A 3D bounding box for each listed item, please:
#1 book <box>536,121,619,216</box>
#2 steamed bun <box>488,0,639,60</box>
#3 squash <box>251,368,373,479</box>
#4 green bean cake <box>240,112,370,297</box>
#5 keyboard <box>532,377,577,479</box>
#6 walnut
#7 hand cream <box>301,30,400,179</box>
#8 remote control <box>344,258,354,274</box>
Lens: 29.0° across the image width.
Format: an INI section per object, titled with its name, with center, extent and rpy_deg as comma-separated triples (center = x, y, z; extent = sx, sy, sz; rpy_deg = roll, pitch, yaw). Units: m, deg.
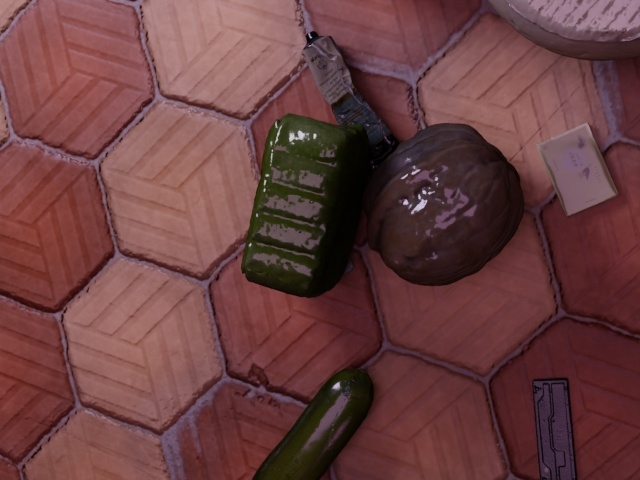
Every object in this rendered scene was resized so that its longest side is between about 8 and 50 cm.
[book]
center = 0.352, -0.096, 1.698
extent = 0.077, 0.014, 0.111
rpy_deg = -23, 87, 16
[steamed bun]
center = 0.367, -0.410, 1.557
extent = 0.375, 0.241, 0.374
rpy_deg = 1, 96, 12
[squash]
center = -0.031, 0.319, 1.801
extent = 0.087, 0.087, 0.331
rpy_deg = 41, 104, 10
[green bean cake]
center = -0.016, -0.050, 1.684
extent = 0.125, 0.222, 0.248
rpy_deg = 16, 94, 12
[keyboard]
center = 0.328, 0.269, 1.730
extent = 0.053, 0.010, 0.155
rpy_deg = -4, 92, 16
[walnut]
center = 0.162, -0.045, 1.667
extent = 0.224, 0.224, 0.224
rpy_deg = 1, 94, 16
[hand cream]
center = 0.049, -0.192, 1.771
extent = 0.075, 0.052, 0.248
rpy_deg = -32, 91, 41
[remote control]
center = 0.000, 0.000, 1.805
extent = 0.053, 0.018, 0.124
rpy_deg = -30, 84, 14
